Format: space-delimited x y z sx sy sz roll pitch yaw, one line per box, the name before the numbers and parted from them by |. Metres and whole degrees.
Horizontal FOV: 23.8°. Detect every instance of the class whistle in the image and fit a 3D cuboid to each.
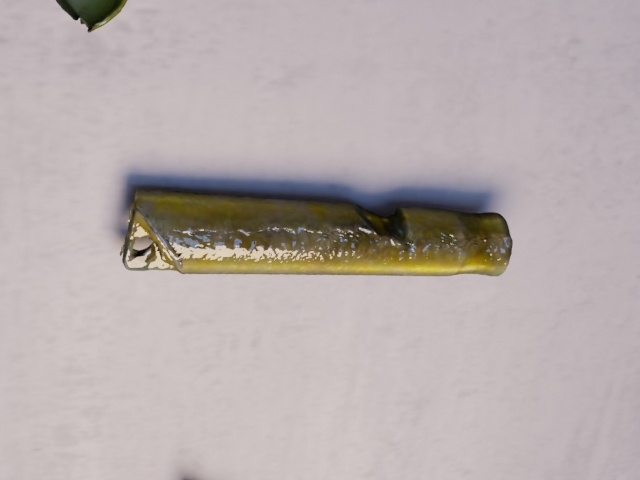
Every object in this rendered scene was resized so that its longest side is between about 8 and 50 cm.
whistle | 0.000 0.001 1.217 0.326 0.057 0.068 2 119 -24

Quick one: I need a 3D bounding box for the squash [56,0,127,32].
squash | -0.170 -0.242 0.871 0.093 0.252 0.169 -35 127 -1
